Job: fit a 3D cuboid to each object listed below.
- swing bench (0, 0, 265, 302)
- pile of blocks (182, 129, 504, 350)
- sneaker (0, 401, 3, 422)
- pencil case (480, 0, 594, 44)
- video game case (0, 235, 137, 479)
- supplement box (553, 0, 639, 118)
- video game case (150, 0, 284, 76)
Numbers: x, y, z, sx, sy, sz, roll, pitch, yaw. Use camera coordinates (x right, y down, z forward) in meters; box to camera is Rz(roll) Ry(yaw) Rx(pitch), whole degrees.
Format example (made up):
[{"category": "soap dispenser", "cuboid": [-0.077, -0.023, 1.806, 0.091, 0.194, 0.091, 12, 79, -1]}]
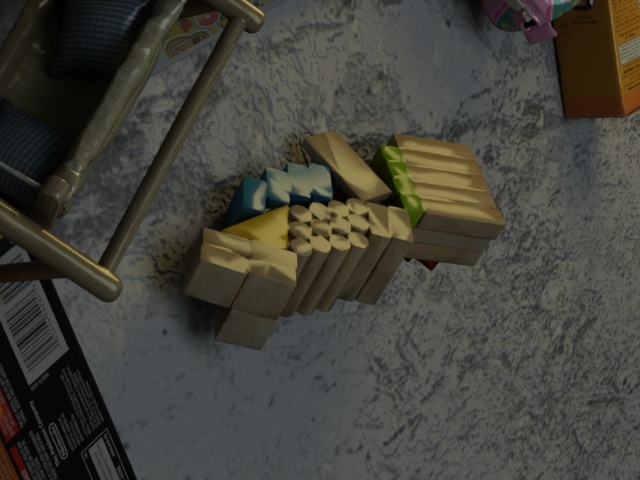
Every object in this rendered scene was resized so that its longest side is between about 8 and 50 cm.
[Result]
[{"category": "swing bench", "cuboid": [-0.214, -0.127, 1.239, 0.255, 0.165, 0.253, 44, 57, -32]}, {"category": "pile of blocks", "cuboid": [0.000, 0.000, 1.623, 0.362, 0.149, 0.112, -15, 146, -42]}, {"category": "sneaker", "cuboid": [-0.273, 0.060, 1.211, 0.175, 0.067, 0.064, 46, 46, -1]}, {"category": "pencil case", "cuboid": [0.166, -0.322, 1.797, 0.284, 0.124, 0.124, 53, 51, -41]}, {"category": "video game case", "cuboid": [-0.251, 0.159, 1.330, 0.248, 0.035, 0.274, -45, 126, -43]}, {"category": "supplement box", "cuboid": [0.299, -0.252, 2.010, 0.080, 0.078, 0.233, -29, 114, -49]}, {"category": "video game case", "cuboid": [-0.092, -0.252, 1.406, 0.206, 0.227, 0.026, 56, 8, -37]}]
